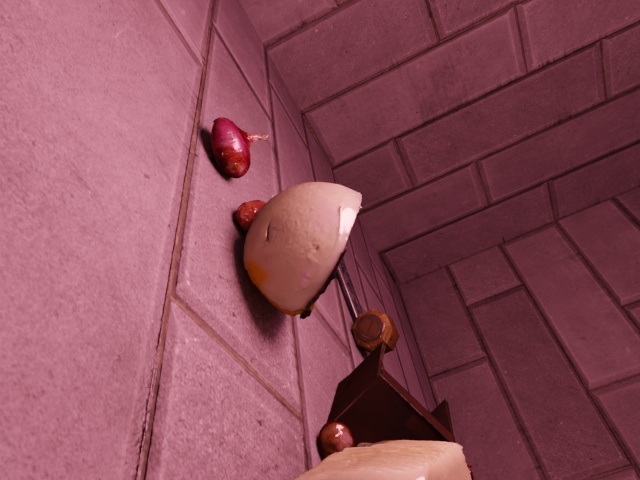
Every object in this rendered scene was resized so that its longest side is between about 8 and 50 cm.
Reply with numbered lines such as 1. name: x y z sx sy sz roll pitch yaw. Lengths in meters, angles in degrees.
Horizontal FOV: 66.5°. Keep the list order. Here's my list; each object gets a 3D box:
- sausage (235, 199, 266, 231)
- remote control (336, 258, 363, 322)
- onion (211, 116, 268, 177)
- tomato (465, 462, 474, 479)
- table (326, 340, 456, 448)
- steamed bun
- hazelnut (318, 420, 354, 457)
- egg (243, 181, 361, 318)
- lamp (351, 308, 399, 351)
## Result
1. sausage: -0.157 -0.059 1.163 0.076 0.076 0.141 66 11 1
2. remote control: 0.094 0.147 1.960 0.107 0.044 0.378 45 24 -70
3. onion: -0.191 -0.232 1.181 0.150 0.140 0.150 164 -90 -86
4. tomato: 0.242 0.654 1.238 0.170 0.309 0.309 31 3 15
5. table: 0.177 0.427 1.201 0.250 0.196 0.282 42 11 4
6. steamed bun: 0.103 0.476 0.766 0.273 0.290 0.273 10 60 -55
7. hazelnut: 0.033 0.430 1.043 0.086 0.086 0.086 61 12 -23
8. egg: -0.054 -0.003 1.065 0.200 0.337 0.337 26 20 -8
9. lamp: 0.204 0.341 1.800 0.185 0.161 0.161 53 17 -61
